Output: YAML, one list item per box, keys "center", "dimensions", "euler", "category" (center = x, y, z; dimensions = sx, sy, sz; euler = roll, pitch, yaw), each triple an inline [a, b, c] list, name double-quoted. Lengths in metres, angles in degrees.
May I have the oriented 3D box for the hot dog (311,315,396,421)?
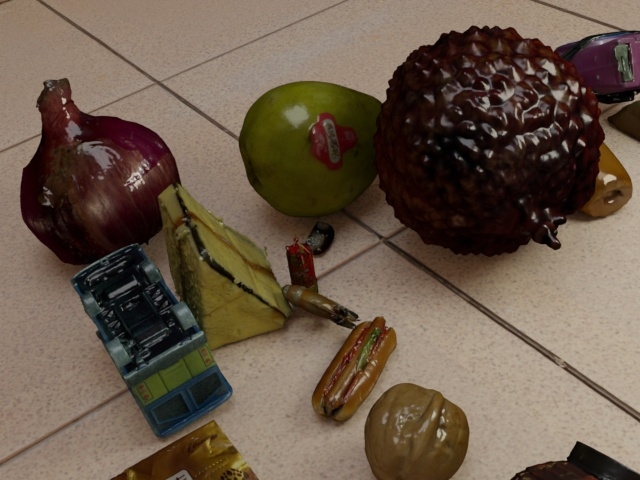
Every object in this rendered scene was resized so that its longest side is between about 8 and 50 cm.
- center: [0.061, 0.207, 1.494]
  dimensions: [0.092, 0.062, 0.235]
  euler: [6, 40, 25]
  category: "hot dog"

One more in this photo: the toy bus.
- center: [-0.295, 0.162, 1.523]
  dimensions: [0.152, 0.190, 0.312]
  euler: [-31, 42, -14]
  category: "toy bus"

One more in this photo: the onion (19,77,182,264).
- center: [-0.472, -0.154, 1.815]
  dimensions: [0.348, 0.385, 0.347]
  euler: [-16, 26, 8]
  category: "onion"

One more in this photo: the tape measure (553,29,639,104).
- center: [0.605, -0.364, 1.904]
  dimensions: [0.245, 0.149, 0.232]
  euler: [-13, 6, -36]
  category: "tape measure"

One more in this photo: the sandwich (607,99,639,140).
- center: [0.732, -0.254, 1.904]
  dimensions: [0.094, 0.096, 0.258]
  euler: [-22, 42, -24]
  category: "sandwich"

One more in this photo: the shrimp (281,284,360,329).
- center: [0.002, 0.122, 1.596]
  dimensions: [0.180, 0.099, 0.041]
  euler: [20, 80, 42]
  category: "shrimp"

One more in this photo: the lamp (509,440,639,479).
- center: [0.328, 0.376, 1.097]
  dimensions: [0.247, 0.247, 0.247]
  euler: [-6, 38, 5]
  category: "lamp"

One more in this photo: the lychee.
- center: [0.308, -0.162, 1.626]
  dimensions: [0.425, 0.424, 0.500]
  euler: [-14, 55, -5]
  category: "lychee"

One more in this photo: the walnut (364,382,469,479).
- center: [0.140, 0.290, 1.308]
  dimensions: [0.167, 0.149, 0.166]
  euler: [5, 58, -9]
  category: "walnut"

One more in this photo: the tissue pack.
- center: [-0.205, 0.392, 1.298]
  dimensions: [0.226, 0.092, 0.183]
  euler: [-25, 40, -22]
  category: "tissue pack"

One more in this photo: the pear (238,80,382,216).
- center: [0.003, -0.198, 1.843]
  dimensions: [0.375, 0.287, 0.287]
  euler: [-24, 40, -30]
  category: "pear"

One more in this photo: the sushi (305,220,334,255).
- center: [0.000, 0.000, 1.797]
  dimensions: [0.046, 0.044, 0.083]
  euler: [23, 47, 6]
  category: "sushi"

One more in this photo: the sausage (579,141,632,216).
- center: [0.504, -0.194, 1.830]
  dimensions: [0.134, 0.116, 0.354]
  euler: [-30, 47, 4]
  category: "sausage"

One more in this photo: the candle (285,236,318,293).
- center: [-0.036, 0.048, 1.659]
  dimensions: [0.052, 0.130, 0.052]
  euler: [-6, 36, 4]
  category: "candle"

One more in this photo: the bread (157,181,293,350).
- center: [-0.179, 0.028, 1.630]
  dimensions: [0.198, 0.236, 0.263]
  euler: [-21, 40, -12]
  category: "bread"
